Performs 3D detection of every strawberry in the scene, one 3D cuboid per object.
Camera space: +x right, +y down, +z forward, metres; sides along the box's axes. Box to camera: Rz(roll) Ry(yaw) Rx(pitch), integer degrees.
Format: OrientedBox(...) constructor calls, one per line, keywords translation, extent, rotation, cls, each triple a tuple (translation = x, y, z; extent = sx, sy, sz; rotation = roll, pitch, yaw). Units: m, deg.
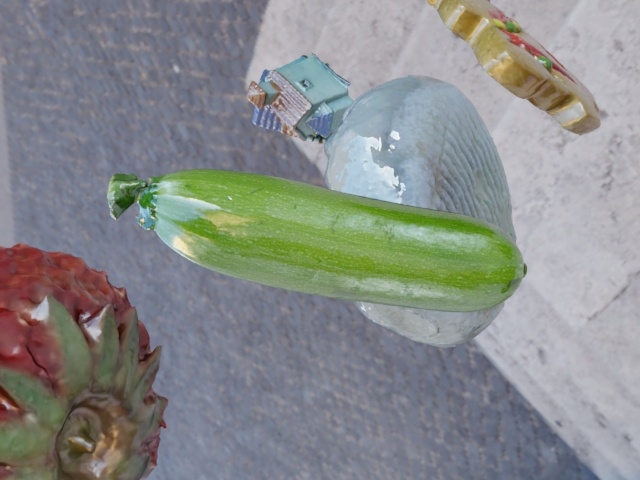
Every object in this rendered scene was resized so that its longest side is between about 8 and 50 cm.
OrientedBox(translation=(-0.222, 0.093, 0.622), extent=(0.244, 0.205, 0.205), rotation=(11, 129, 34), cls="strawberry")

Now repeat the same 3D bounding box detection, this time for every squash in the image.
OrientedBox(translation=(0.000, 0.000, 0.886), extent=(0.378, 0.101, 0.101), rotation=(11, 147, -10), cls="squash")

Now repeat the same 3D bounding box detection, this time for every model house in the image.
OrientedBox(translation=(-0.049, -0.204, 1.536), extent=(0.148, 0.148, 0.119), rotation=(48, 138, 28), cls="model house")

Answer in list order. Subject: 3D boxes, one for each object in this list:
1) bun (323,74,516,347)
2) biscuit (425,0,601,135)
OrientedBox(translation=(0.117, -0.031, 1.297), extent=(0.194, 0.354, 0.355), rotation=(-12, 111, 34), cls="bun")
OrientedBox(translation=(0.167, -0.185, 0.917), extent=(0.041, 0.212, 0.239), rotation=(-50, 64, 23), cls="biscuit")
